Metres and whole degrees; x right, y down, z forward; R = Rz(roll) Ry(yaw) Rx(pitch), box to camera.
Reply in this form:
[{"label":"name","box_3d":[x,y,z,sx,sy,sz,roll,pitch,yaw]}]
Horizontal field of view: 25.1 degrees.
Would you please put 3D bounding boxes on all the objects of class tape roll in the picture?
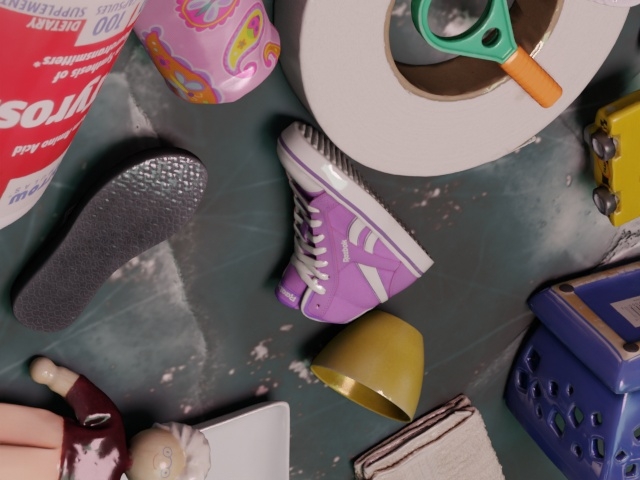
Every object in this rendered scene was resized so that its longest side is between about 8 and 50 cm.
[{"label":"tape roll","box_3d":[0.142,-0.242,1.436,0.392,0.072,0.392,-17,132,-19]}]

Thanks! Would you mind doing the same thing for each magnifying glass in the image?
[{"label":"magnifying glass","box_3d":[0.172,-0.198,1.423,0.092,0.026,0.231,-46,135,10]}]

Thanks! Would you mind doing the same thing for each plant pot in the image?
[{"label":"plant pot","box_3d":[0.068,0.138,1.672,0.134,0.134,0.095,43,70,-44]},{"label":"plant pot","box_3d":[0.393,0.164,1.804,0.235,0.236,0.212,-13,124,-20]}]

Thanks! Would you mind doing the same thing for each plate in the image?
[{"label":"plate","box_3d":[-0.169,0.317,1.720,0.277,0.045,0.278,-16,131,-20]}]

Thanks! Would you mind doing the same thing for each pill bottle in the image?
[{"label":"pill bottle","box_3d":[-0.284,-0.148,1.108,0.229,0.229,0.408,3,141,-32]}]

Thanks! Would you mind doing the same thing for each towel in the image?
[{"label":"towel","box_3d":[0.159,0.337,1.926,0.187,0.049,0.282,-31,135,-4]}]

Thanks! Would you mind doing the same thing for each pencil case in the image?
[{"label":"pencil case","box_3d":[-0.132,-0.249,1.241,0.124,0.124,0.284,-32,134,-4]}]

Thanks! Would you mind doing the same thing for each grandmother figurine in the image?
[{"label":"grandmother figurine","box_3d":[-0.278,0.232,1.509,0.342,0.104,0.208,6,98,-26]}]

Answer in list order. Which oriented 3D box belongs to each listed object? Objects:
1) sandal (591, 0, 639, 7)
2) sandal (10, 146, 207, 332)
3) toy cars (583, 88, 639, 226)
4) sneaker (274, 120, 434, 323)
[{"label":"sandal","box_3d":[0.194,-0.294,1.333,0.265,0.076,0.102,13,104,-14]},{"label":"sandal","box_3d":[-0.220,-0.011,1.431,0.254,0.054,0.097,-40,128,17]},{"label":"toy cars","box_3d":[0.425,-0.090,1.720,0.393,0.087,0.176,16,120,-42]},{"label":"sneaker","box_3d":[0.001,0.001,1.530,0.161,0.102,0.282,-37,135,5]}]
